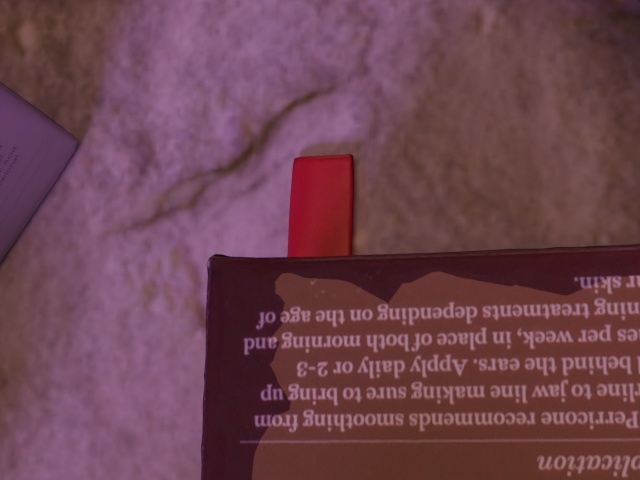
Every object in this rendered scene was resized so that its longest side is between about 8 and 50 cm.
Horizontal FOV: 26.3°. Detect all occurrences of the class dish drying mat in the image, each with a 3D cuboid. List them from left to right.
[{"bbox_3d":[0.000,0.000,0.654,0.032,0.008,0.083,-1,77,14],"label":"dish drying mat"}]

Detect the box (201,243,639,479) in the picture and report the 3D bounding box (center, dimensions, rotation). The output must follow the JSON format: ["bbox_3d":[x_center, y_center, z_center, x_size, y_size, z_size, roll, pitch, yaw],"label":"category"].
[{"bbox_3d":[0.058,0.199,0.520,0.191,0.143,0.381,-2,75,12],"label":"box"}]

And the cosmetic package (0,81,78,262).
[{"bbox_3d":[-0.241,-0.046,0.631,0.151,0.184,0.151,32,86,18],"label":"cosmetic package"}]
